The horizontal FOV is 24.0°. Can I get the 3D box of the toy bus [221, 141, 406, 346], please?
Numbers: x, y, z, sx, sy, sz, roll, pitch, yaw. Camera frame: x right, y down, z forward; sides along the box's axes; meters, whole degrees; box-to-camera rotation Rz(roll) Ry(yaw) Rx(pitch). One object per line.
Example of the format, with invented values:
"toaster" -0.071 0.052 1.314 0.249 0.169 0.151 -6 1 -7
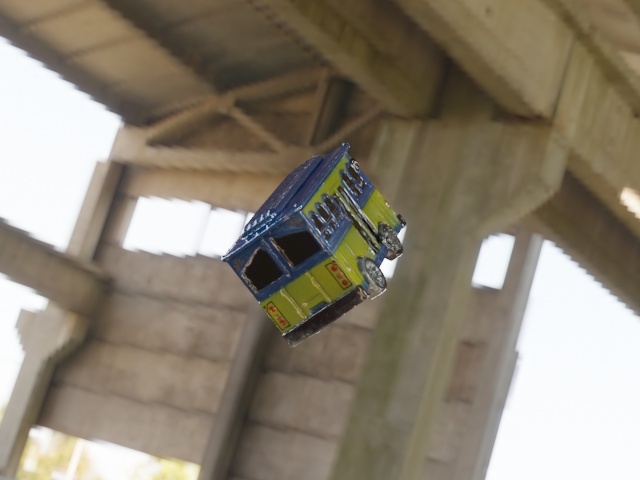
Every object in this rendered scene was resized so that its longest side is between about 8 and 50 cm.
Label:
"toy bus" 0.000 0.000 1.991 0.138 0.287 0.175 -35 -81 23
